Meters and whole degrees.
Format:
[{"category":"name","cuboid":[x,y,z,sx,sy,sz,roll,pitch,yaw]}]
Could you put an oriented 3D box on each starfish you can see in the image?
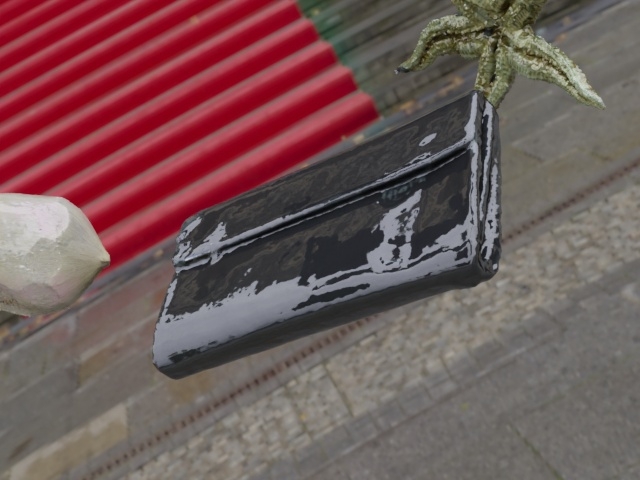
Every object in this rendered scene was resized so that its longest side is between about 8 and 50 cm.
[{"category":"starfish","cuboid":[0.215,-0.236,1.330,0.078,0.347,0.358,-31,57,-27]}]

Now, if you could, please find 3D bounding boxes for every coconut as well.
[{"category":"coconut","cuboid":[-0.246,0.014,0.966,0.124,0.110,0.110,10,24,5]}]

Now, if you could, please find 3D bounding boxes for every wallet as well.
[{"category":"wallet","cuboid":[-0.001,0.000,1.143,0.406,0.062,0.228,-20,46,31]}]
